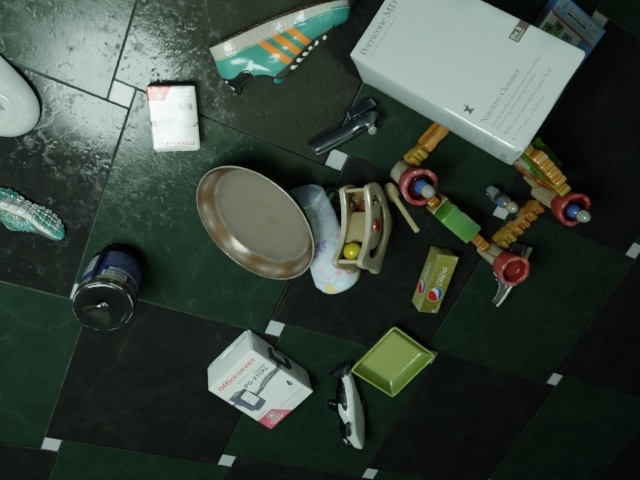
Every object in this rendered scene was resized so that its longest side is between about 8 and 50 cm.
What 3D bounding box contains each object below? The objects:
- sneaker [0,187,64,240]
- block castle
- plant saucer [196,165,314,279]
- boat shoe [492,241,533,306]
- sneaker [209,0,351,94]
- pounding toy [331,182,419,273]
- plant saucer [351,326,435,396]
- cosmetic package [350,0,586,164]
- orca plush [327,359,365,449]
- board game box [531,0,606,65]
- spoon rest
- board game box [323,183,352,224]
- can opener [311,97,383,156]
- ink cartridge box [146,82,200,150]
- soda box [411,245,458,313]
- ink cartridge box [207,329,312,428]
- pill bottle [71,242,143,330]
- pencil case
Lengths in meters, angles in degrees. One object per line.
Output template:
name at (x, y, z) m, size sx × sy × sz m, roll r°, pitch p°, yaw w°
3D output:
sneaker at (-0.653, -0.046, 1.098) m, size 0.166 × 0.065 × 0.076 m, roll 38°, pitch 118°, yaw -21°
block castle at (0.424, -0.118, 1.210) m, size 0.453 × 0.213 × 0.303 m, roll 36°, pitch 102°, yaw -24°
plant saucer at (-0.142, -0.043, 1.128) m, size 0.311 × 0.050 × 0.310 m, roll 19°, pitch 135°, yaw 21°
boat shoe at (0.539, 0.096, 1.433) m, size 0.065 × 0.075 × 0.206 m, roll 29°, pitch 118°, yaw 22°
sneaker at (-0.070, -0.404, 1.034) m, size 0.302 × 0.108 × 0.121 m, roll -20°, pitch 118°, yaw 6°
pounding toy at (0.131, -0.049, 1.146) m, size 0.155 × 0.269 × 0.154 m, roll -2°, pitch 145°, yaw 32°
plant saucer at (0.211, 0.352, 1.473) m, size 0.188 × 0.045 × 0.188 m, roll 37°, pitch 102°, yaw -25°
cosmetic package at (0.280, -0.345, 0.992) m, size 0.385 × 0.156 × 0.217 m, roll 33°, pitch 97°, yaw 13°
orca plush at (0.057, 0.495, 1.477) m, size 0.102 × 0.151 × 0.287 m, roll -3°, pitch 123°, yaw 24°
board game box at (0.552, -0.448, 1.183) m, size 0.160 × 0.039 × 0.211 m, roll 27°, pitch 106°, yaw -22°
spoon rest at (-0.655, -0.329, 0.959) m, size 0.137 × 0.084 × 0.276 m, roll -14°, pitch 130°, yaw -4°
board game box at (0.027, -0.037, 1.263) m, size 0.126 × 0.026 × 0.186 m, roll 22°, pitch 108°, yaw -21°
can opener at (0.063, -0.253, 1.163) m, size 0.186 × 0.073 × 0.059 m, roll -34°, pitch 156°, yaw 8°
ink cartridge box at (-0.313, -0.266, 1.065) m, size 0.099 × 0.056 × 0.135 m, roll -3°, pitch 114°, yaw -11°
soda box at (0.317, 0.110, 1.378) m, size 0.061 × 0.058 × 0.181 m, roll 8°, pitch 112°, yaw -16°
ink cartridge box at (-0.168, 0.386, 1.373) m, size 0.172 × 0.100 × 0.237 m, roll -44°, pitch 116°, yaw 8°
pill bottle at (-0.464, 0.092, 1.105) m, size 0.123 × 0.219 × 0.122 m, roll -5°, pitch 115°, yaw -10°
pencil case at (0.000, 0.000, 1.194) m, size 0.124 × 0.113 × 0.273 m, roll -36°, pitch 119°, yaw -14°
